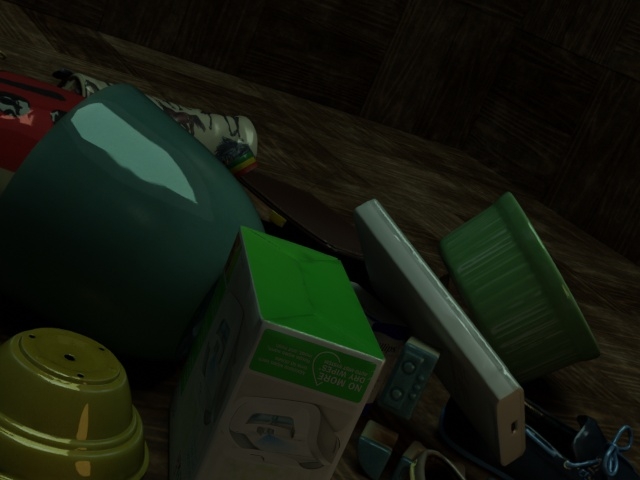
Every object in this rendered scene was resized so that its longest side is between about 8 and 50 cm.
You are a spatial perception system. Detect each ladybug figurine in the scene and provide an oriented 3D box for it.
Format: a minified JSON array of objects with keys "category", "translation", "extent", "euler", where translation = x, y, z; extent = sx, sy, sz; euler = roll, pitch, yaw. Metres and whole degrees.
[{"category":"ladybug figurine","translation":[-0.467,-0.157,1.592],"extent":[0.450,0.161,0.305],"euler":[11,20,-38]}]

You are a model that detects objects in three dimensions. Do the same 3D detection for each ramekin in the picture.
[{"category":"ramekin","translation":[0.315,0.086,1.720],"extent":[0.303,0.148,0.303],"euler":[59,8,-13]}]

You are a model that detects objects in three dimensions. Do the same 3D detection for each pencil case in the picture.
[{"category":"pencil case","translation":[-0.311,-0.193,1.954],"extent":[0.410,0.159,0.183],"euler":[11,18,-39]}]

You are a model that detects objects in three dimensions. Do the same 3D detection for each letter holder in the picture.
[{"category":"letter holder","translation":[-0.042,0.023,1.571],"extent":[0.214,0.152,0.302],"euler":[22,12,-44]}]

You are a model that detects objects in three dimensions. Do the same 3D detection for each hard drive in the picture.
[{"category":"hard drive","translation":[0.145,0.113,1.299],"extent":[0.307,0.040,0.203],"euler":[55,-9,33]}]

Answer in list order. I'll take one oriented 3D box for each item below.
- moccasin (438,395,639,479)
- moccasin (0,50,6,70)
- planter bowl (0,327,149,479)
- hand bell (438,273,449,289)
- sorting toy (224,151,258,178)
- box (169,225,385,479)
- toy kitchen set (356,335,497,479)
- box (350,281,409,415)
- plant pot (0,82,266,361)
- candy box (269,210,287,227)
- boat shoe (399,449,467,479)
[{"category":"moccasin","translation":[0.322,0.279,1.360],"extent":[0.342,0.116,0.138],"euler":[25,15,5]},{"category":"moccasin","translation":[-0.622,-0.296,1.865],"extent":[0.139,0.146,0.380],"euler":[18,16,-19]},{"category":"planter bowl","translation":[-0.254,0.145,1.017],"extent":[0.217,0.090,0.217],"euler":[21,15,-6]},{"category":"hand bell","translation":[0.080,0.092,1.730],"extent":[0.242,0.126,0.126],"euler":[12,14,5]},{"category":"sorting toy","translation":[-0.205,-0.047,1.544],"extent":[0.132,0.275,0.046],"euler":[-35,99,-42]},{"category":"box","translation":[-0.054,0.144,1.044],"extent":[0.127,0.231,0.262],"euler":[20,16,-15]},{"category":"toy kitchen set","translation":[0.154,0.230,1.184],"extent":[0.207,0.166,0.122],"euler":[26,14,7]},{"category":"box","translation":[0.030,0.137,1.375],"extent":[0.072,0.137,0.126],"euler":[12,19,-41]},{"category":"plant pot","translation":[-0.208,0.003,1.235],"extent":[0.235,0.293,0.293],"euler":[35,17,8]},{"category":"candy box","translation":[0.000,0.000,2.011],"extent":[0.105,0.027,0.206],"euler":[6,23,-43]},{"category":"boat shoe","translation":[0.140,0.319,0.992],"extent":[0.117,0.096,0.324],"euler":[18,16,-21]}]
